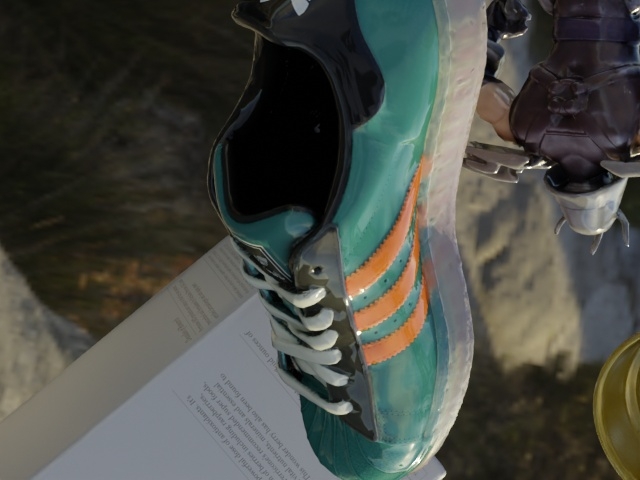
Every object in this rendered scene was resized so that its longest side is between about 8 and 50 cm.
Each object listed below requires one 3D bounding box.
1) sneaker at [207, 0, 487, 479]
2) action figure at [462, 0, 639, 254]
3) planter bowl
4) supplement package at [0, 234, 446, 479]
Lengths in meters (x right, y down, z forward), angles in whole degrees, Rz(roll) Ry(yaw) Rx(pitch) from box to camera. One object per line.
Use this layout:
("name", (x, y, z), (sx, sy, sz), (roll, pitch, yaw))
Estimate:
("sneaker", (0.000, 0.000, 0.823), (0.121, 0.108, 0.302), (-22, 127, -34))
("action figure", (0.146, -0.132, 0.903), (0.099, 0.185, 0.285), (-22, 112, -63))
("planter bowl", (0.326, 0.122, 1.323), (0.090, 0.217, 0.217), (-52, 135, -47))
("supplement package", (-0.100, 0.159, 1.128), (0.293, 0.175, 0.177), (-39, 106, -3))
